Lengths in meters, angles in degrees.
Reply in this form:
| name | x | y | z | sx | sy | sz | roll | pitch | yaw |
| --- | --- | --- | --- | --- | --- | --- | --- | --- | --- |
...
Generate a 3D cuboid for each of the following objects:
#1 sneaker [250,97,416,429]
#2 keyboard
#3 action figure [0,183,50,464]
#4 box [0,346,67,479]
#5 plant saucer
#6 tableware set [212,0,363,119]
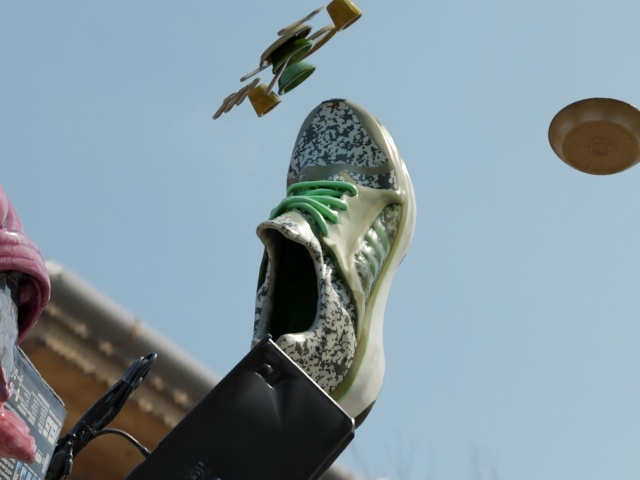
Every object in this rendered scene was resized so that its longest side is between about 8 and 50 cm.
| name | x | y | z | sx | sy | sz | roll | pitch | yaw |
| --- | --- | --- | --- | --- | --- | --- | --- | --- | --- |
| sneaker | 0.000 | 0.000 | 1.991 | 0.158 | 0.410 | 0.182 | -7 | -33 | 19 |
| keyboard | -0.132 | 0.198 | 1.575 | 0.317 | 0.201 | 0.033 | -45 | -1 | -29 |
| action figure | -0.235 | -0.018 | 0.958 | 0.275 | 0.370 | 0.248 | -13 | -40 | -46 |
| box | -0.275 | 0.211 | 1.206 | 0.097 | 0.318 | 0.395 | 14 | -14 | 3 |
| plant saucer | 0.220 | -0.077 | 1.461 | 0.083 | 0.015 | 0.083 | 6 | -42 | 6 |
| tableware set | -0.015 | -0.132 | 1.367 | 0.104 | 0.024 | 0.154 | -34 | -6 | -32 |
